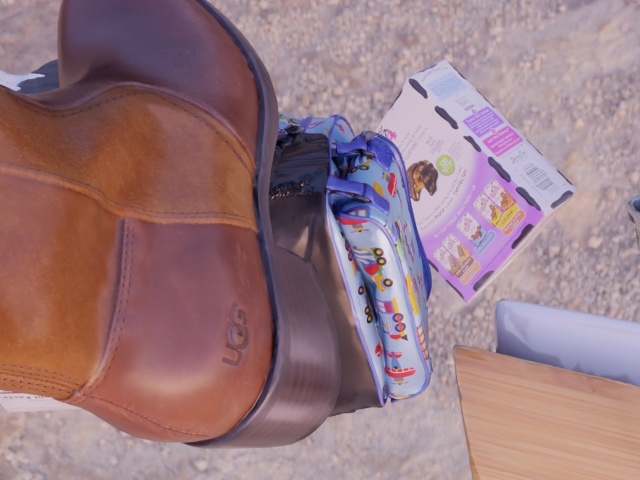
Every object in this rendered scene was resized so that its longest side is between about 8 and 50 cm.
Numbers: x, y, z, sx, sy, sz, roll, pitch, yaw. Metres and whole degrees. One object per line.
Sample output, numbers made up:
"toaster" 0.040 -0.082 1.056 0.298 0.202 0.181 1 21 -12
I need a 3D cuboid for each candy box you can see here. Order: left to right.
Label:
"candy box" 0.141 -0.061 1.104 0.196 0.165 0.070 47 49 12

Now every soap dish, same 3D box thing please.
"soap dish" 0.229 0.122 0.591 0.291 0.229 0.118 12 85 20

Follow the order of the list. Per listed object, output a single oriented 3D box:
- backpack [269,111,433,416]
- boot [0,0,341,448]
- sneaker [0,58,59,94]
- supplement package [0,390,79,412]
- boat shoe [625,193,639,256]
"backpack" 0.000 0.000 0.616 0.117 0.158 0.173 -10 28 11
"boot" -0.131 -0.050 0.377 0.096 0.280 0.264 -30 59 27
"sneaker" -0.233 -0.088 0.794 0.178 0.077 0.072 2 63 1
"supplement package" -0.201 0.013 0.996 0.204 0.145 0.261 -3 60 3
"boat shoe" 0.344 -0.016 0.990 0.109 0.302 0.094 -31 85 -2
